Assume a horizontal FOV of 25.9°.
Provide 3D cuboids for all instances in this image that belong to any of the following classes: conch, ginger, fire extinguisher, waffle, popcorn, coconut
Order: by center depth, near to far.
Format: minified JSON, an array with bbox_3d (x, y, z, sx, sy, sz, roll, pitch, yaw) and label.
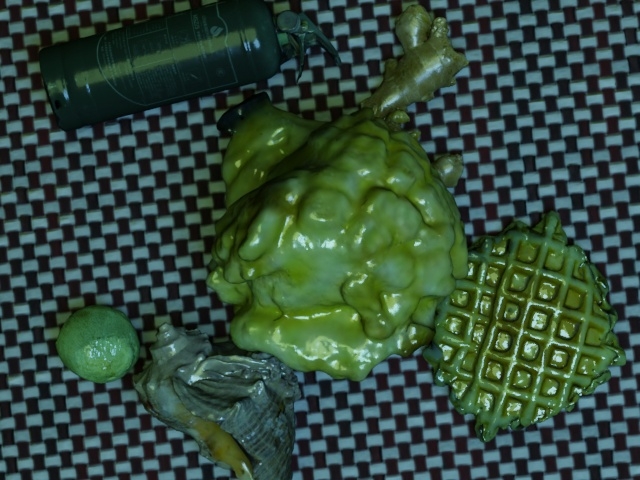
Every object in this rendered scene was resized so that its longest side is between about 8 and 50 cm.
[{"bbox_3d":[0.005,0.007,1.412,0.293,0.293,0.237,-28,119,3],"label":"popcorn"},{"bbox_3d":[-0.093,0.187,1.462,0.163,0.178,0.245,-26,108,10],"label":"conch"},{"bbox_3d":[-0.140,-0.193,1.494,0.311,0.095,0.114,-16,75,3],"label":"fire extinguisher"},{"bbox_3d":[0.212,0.093,1.495,0.214,0.054,0.208,-28,85,5],"label":"waffle"},{"bbox_3d":[0.091,-0.138,1.504,0.176,0.052,0.193,-30,90,3],"label":"ginger"},{"bbox_3d":[-0.241,0.111,1.509,0.088,0.096,0.088,-13,116,-27],"label":"coconut"}]
